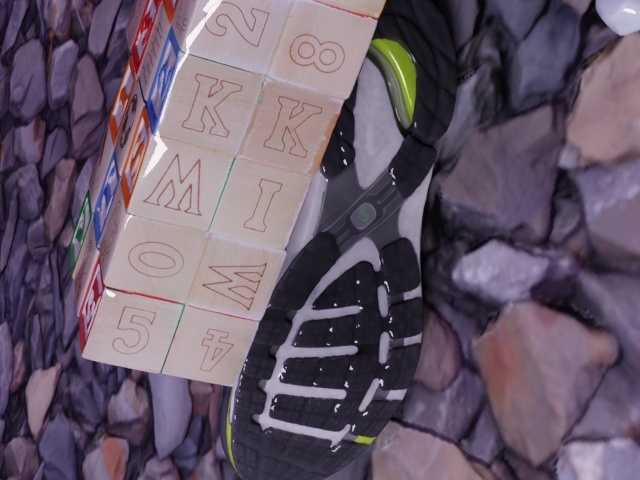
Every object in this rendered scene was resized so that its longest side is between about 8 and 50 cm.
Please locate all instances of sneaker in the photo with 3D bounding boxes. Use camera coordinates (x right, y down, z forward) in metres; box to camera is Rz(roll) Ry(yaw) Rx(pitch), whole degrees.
[{"bbox_3d":[0.000,0.000,0.700,0.121,0.111,0.300,8,83,66],"label":"sneaker"}]

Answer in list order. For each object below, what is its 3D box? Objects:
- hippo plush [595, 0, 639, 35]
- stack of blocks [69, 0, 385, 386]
[{"bbox_3d":[0.153,-0.219,0.433,0.236,0.294,0.234,-48,70,21],"label":"hippo plush"},{"bbox_3d":[-0.052,-0.095,0.623,0.171,0.087,0.297,-117,44,-61],"label":"stack of blocks"}]
